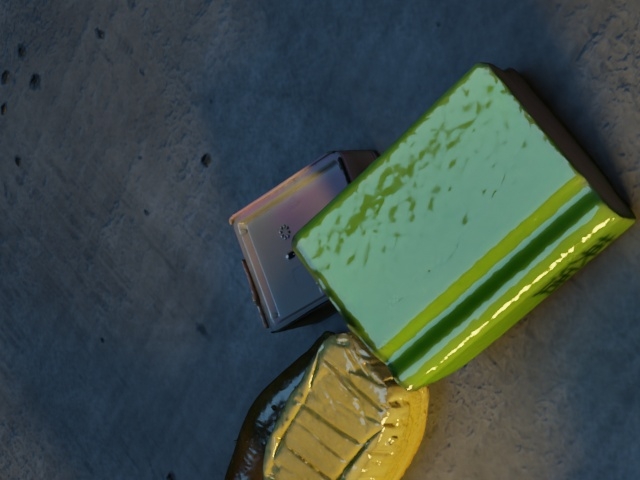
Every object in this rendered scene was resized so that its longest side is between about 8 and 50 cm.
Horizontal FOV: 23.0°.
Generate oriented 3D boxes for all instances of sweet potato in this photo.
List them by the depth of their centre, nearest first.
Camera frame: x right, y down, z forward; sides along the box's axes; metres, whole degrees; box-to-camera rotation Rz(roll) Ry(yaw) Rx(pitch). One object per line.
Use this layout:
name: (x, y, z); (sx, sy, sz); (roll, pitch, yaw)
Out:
sweet potato: (-0.042, 0.198, 1.785); (0.077, 0.077, 0.243); (38, 109, 34)

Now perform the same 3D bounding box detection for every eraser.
eraser: (0.133, -0.010, 1.518); (0.274, 0.092, 0.210); (-45, 70, 20)

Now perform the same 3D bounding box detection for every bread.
bread: (0.033, 0.203, 1.683); (0.140, 0.106, 0.236); (45, 124, 29)

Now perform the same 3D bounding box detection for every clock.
clock: (0.000, 0.000, 1.710); (0.192, 0.071, 0.147); (-32, 74, 42)
